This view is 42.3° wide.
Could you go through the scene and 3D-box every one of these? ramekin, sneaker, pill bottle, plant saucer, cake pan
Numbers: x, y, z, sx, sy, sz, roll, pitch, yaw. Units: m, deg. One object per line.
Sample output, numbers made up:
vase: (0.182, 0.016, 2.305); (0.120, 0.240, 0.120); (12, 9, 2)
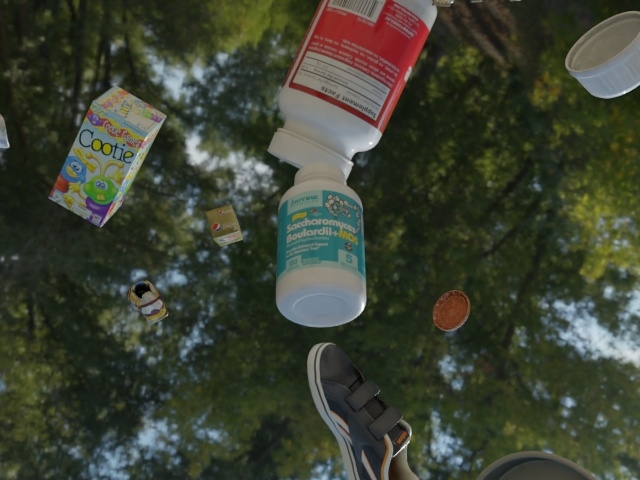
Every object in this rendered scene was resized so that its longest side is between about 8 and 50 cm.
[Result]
ramekin: (0.703, -0.435, 1.968); (0.109, 0.207, 0.207); (45, -175, -23)
sneaker: (0.088, 0.329, 1.519); (0.127, 0.321, 0.126); (-17, -172, 34)
pill bottle: (0.000, 0.000, 1.379); (0.146, 0.146, 0.264); (10, -126, -16)
sneaker: (-0.403, 0.120, 1.885); (0.069, 0.084, 0.185); (-30, -153, -22)
plant saucer: (0.256, 0.138, 1.610); (0.013, 0.083, 0.083); (32, -176, -37)
pill bottle: (0.054, -0.329, 1.675); (0.229, 0.408, 0.229); (25, -178, -1)
cake pan: (0.375, 0.496, 1.368); (0.293, 0.293, 0.054); (28, -168, 36)

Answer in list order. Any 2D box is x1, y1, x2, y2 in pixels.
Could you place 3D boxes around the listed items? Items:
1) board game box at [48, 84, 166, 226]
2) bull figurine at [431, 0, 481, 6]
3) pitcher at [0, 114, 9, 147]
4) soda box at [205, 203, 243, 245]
board game box: (-0.497, -0.196, 1.936); (0.142, 0.275, 0.144); (30, -154, -6)
bull figurine: (0.252, -0.522, 1.489); (0.310, 0.189, 0.101); (-12, -161, -27)
pitcher: (-0.744, -0.210, 1.614); (0.207, 0.126, 0.177); (-24, -141, -33)
soda box: (-0.206, -0.031, 1.781); (0.058, 0.061, 0.181); (-17, 175, -5)
